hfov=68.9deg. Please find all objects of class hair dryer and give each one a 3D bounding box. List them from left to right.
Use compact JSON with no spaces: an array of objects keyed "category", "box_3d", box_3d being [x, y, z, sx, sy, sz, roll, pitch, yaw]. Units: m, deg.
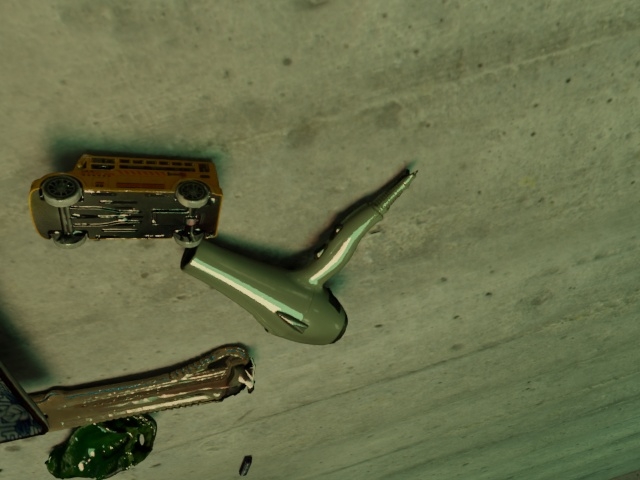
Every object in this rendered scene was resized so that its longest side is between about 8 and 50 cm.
[{"category":"hair dryer","box_3d":[-0.037,0.003,0.556,0.229,0.092,0.267,13,114,-22]}]

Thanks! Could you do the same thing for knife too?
[{"category":"knife","box_3d":[-0.277,0.226,0.701,0.365,0.043,0.089,-10,100,-7]}]

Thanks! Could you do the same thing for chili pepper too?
[{"category":"chili pepper","box_3d":[-0.368,0.332,0.759,0.216,0.062,0.108,-28,102,14]}]

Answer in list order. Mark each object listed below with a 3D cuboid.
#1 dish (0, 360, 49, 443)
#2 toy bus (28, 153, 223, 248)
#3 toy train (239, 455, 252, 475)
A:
[{"category":"dish","box_3d":[-0.446,0.155,0.542,0.182,0.080,0.243,-8,133,-12]},{"category":"toy bus","box_3d":[-0.180,-0.040,0.445,0.162,0.074,0.069,0,140,-21]},{"category":"toy train","box_3d":[-0.164,0.496,1.017,0.017,0.017,0.083,3,132,-20]}]
